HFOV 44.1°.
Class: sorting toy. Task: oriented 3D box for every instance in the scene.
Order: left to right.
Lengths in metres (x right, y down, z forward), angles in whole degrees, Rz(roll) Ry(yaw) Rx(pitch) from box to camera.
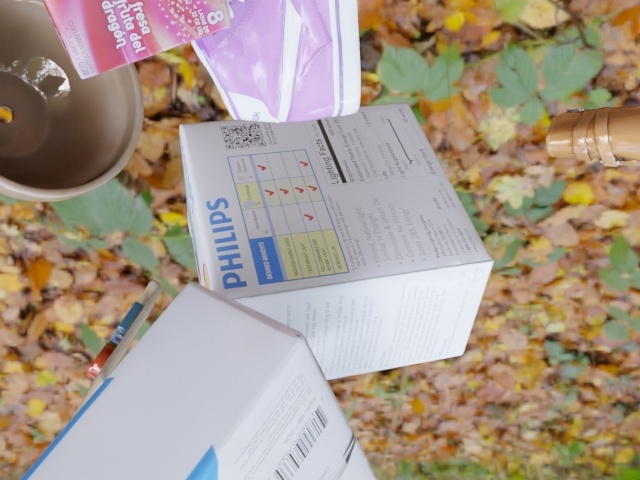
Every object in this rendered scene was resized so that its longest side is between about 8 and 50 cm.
[{"bbox_3d":[-0.369,0.222,1.325,0.041,0.229,0.307,30,132,-10],"label":"sorting toy"}]

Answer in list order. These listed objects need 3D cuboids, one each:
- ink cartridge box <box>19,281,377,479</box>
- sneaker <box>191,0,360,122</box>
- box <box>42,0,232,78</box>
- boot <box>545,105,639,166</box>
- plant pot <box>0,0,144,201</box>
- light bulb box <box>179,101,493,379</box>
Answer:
[{"bbox_3d":[-0.106,0.283,0.877,0.166,0.285,0.394,23,152,32],"label":"ink cartridge box"},{"bbox_3d":[-0.053,-0.243,0.697,0.161,0.281,0.102,-6,-166,-8],"label":"sneaker"},{"bbox_3d":[-0.165,-0.263,0.545,0.123,0.128,0.256,-22,126,-7],"label":"box"},{"bbox_3d":[0.418,-0.147,1.061,0.220,0.108,0.283,4,-167,17],"label":"boot"},{"bbox_3d":[-0.319,-0.149,0.843,0.237,0.237,0.110,15,159,-42],"label":"plant pot"},{"bbox_3d":[0.000,0.000,1.153,0.361,0.357,0.225,-8,137,-12],"label":"light bulb box"}]
